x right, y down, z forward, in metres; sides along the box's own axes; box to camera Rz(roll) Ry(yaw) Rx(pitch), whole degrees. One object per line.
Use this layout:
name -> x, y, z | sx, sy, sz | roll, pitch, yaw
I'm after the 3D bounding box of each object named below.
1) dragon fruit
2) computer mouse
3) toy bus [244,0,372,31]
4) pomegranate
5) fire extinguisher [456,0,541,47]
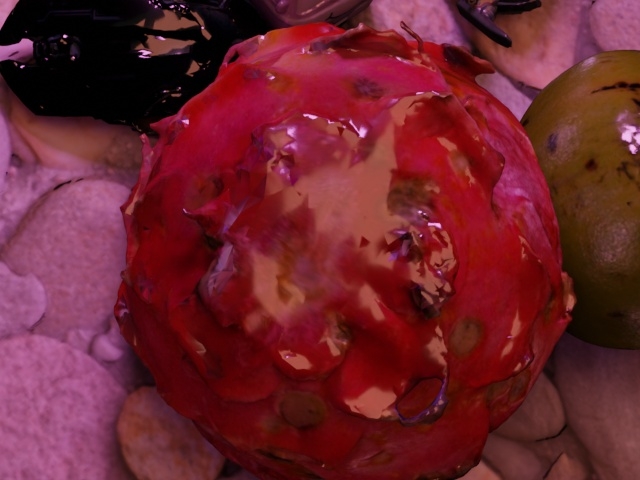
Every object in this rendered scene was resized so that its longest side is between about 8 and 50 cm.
dragon fruit -> 0.000, 0.000, 1.290 | 0.371, 0.249, 0.386 | 24, 88, 20
computer mouse -> -0.157, -0.165, 1.439 | 0.242, 0.077, 0.146 | -4, 87, -6
toy bus -> -0.035, -0.282, 1.491 | 0.142, 0.142, 0.202 | -35, 84, -23
pomegranate -> 0.243, -0.024, 1.431 | 0.341, 0.260, 0.260 | -19, 76, 6
fire extinguisher -> 0.199, -0.312, 1.582 | 0.114, 0.095, 0.311 | 19, 65, 26
